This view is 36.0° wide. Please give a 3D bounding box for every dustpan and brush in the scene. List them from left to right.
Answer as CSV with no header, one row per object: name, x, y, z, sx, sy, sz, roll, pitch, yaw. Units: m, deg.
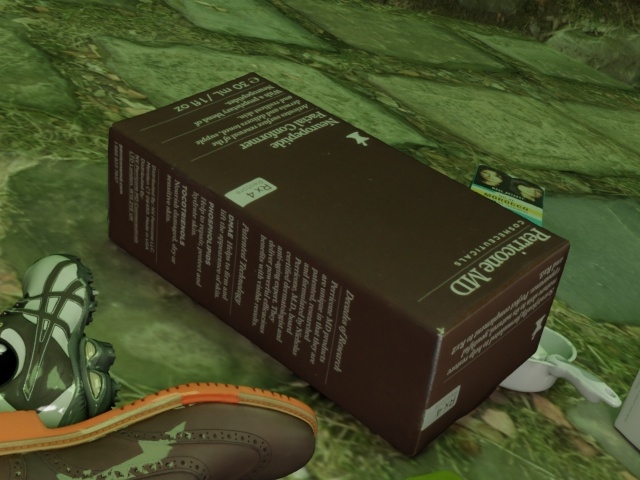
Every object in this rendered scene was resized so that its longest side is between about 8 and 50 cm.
dustpan and brush,0.200,0.110,0.924,0.147,0.060,0.211,4,26,-31

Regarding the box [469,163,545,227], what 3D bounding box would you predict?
box,0.228,-0.025,1.257,0.101,0.060,0.244,21,23,6

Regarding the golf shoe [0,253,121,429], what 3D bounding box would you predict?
golf shoe,-0.206,0.065,0.699,0.094,0.077,0.198,6,24,-27

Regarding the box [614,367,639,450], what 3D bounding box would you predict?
box,0.340,0.154,0.878,0.087,0.101,0.102,5,24,-29

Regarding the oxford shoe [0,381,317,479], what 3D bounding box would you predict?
oxford shoe,-0.112,0.153,0.577,0.271,0.097,0.098,-4,48,-31

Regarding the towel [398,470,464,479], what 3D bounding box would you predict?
towel,0.035,0.199,0.647,0.237,0.021,0.102,-1,30,-40

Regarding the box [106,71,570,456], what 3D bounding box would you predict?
box,0.000,0.000,0.878,0.381,0.143,0.191,33,42,28
